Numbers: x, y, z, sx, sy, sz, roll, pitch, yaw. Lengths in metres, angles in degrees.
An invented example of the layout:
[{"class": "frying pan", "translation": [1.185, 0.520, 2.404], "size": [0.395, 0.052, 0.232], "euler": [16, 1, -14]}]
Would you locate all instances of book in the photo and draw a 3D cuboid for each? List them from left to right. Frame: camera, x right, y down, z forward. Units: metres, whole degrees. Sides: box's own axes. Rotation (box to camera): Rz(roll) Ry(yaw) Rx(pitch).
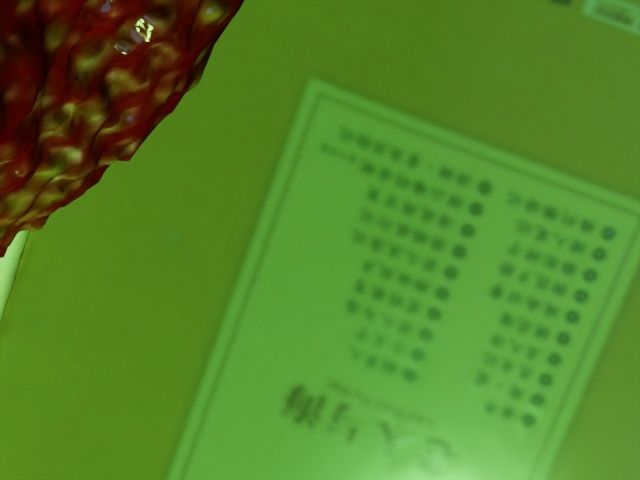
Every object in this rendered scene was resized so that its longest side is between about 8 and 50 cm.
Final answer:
[{"class": "book", "translation": [0.026, 0.037, 0.652], "size": [0.269, 0.032, 0.389], "euler": [23, 112, 3]}]

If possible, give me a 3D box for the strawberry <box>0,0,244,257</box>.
[{"class": "strawberry", "translation": [-0.157, -0.076, 0.442], "size": [0.257, 0.261, 0.261], "euler": [18, 114, 4]}]
